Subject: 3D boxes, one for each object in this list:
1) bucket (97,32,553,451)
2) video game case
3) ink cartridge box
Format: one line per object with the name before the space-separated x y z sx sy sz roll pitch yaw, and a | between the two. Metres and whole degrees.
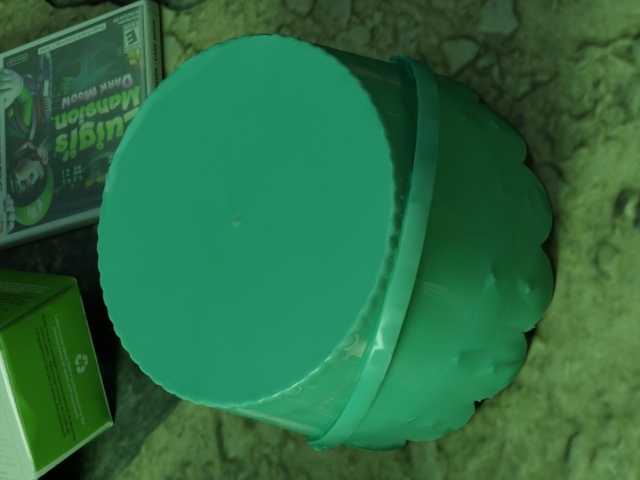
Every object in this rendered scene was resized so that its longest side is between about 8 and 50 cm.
bucket | 0.000 0.000 1.073 0.281 0.183 0.281 -7 78 35
video game case | -0.208 -0.094 1.343 0.190 0.022 0.173 -14 72 33
ink cartridge box | -0.262 0.156 1.294 0.189 0.097 0.255 5 117 36
